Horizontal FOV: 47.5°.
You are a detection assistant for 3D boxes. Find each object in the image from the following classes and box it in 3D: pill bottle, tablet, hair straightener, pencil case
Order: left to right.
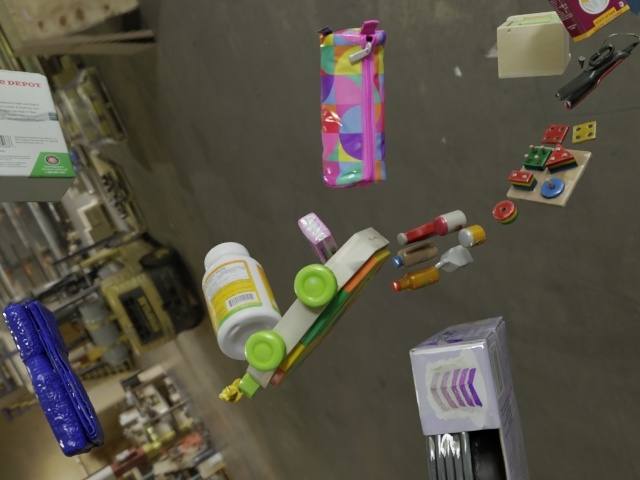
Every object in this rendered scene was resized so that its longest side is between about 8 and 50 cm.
[{"bbox_3d":[-0.170,0.118,1.517,0.245,0.137,0.136,-117,13,-47],"label":"pill bottle"},{"bbox_3d":[0.047,-0.192,1.049,0.104,0.105,0.236,24,120,58],"label":"pencil case"},{"bbox_3d":[0.663,-0.417,1.756,0.089,0.230,0.047,31,-144,-29],"label":"hair straightener"},{"bbox_3d":[0.724,-0.568,1.707,0.083,0.006,0.054,48,171,13],"label":"tablet"}]

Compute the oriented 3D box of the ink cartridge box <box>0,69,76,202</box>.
[{"bbox_3d":[-0.509,-0.171,1.189,0.087,0.153,0.208,-40,64,42],"label":"ink cartridge box"}]

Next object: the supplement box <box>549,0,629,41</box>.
[{"bbox_3d":[0.533,-0.521,1.502,0.188,0.104,0.081,55,-176,-7],"label":"supplement box"}]

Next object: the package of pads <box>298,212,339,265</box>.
[{"bbox_3d":[0.000,0.000,1.039,0.050,0.032,0.083,53,176,30],"label":"package of pads"}]

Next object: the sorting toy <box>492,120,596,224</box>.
[{"bbox_3d":[0.458,-0.147,1.464,0.132,0.274,0.046,17,158,48],"label":"sorting toy"}]

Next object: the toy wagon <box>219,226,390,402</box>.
[{"bbox_3d":[-0.025,0.127,1.096,0.068,0.344,0.267,39,-165,9],"label":"toy wagon"}]

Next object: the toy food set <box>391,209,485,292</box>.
[{"bbox_3d":[0.218,0.021,1.445,0.111,0.105,0.232,67,154,13],"label":"toy food set"}]

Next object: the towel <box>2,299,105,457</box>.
[{"bbox_3d":[-0.511,0.270,1.436,0.308,0.076,0.227,63,169,9],"label":"towel"}]

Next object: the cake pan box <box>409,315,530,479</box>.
[{"bbox_3d":[0.149,0.201,0.657,0.267,0.070,0.245,3,-104,-73],"label":"cake pan box"}]

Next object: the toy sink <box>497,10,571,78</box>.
[{"bbox_3d":[0.532,-0.490,1.796,0.153,0.234,0.131,2,112,24],"label":"toy sink"}]
